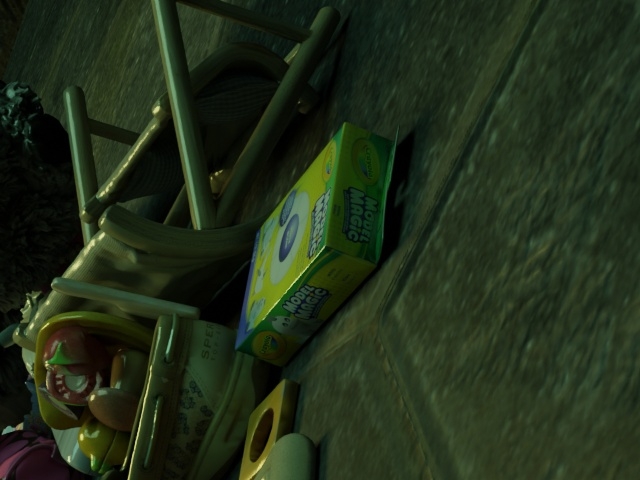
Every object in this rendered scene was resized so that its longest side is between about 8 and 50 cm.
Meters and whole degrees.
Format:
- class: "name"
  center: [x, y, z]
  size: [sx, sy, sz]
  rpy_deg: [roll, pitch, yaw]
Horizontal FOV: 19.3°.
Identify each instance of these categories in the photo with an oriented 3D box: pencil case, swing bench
- class: "pencil case"
  center: [-0.285, 0.230, 1.838]
  size: [0.098, 0.095, 0.209]
  rpy_deg: [-51, 14, -13]
- class: "swing bench"
  center: [-0.118, -0.047, 1.501]
  size: [0.253, 0.165, 0.255]
  rpy_deg: [137, 144, -57]

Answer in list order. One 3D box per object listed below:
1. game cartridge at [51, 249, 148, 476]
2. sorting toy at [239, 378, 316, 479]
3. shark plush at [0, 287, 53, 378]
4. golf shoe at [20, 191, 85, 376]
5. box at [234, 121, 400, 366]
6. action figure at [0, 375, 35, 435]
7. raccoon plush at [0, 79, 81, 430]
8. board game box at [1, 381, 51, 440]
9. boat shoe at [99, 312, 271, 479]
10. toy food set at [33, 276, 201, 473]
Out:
- class: "game cartridge"
  center: [-0.204, 0.095, 1.799]
  size: [0.297, 0.062, 0.198]
  rpy_deg: [-148, 75, -74]
- class: "sorting toy"
  center: [-0.067, 0.235, 1.170]
  size: [0.196, 0.047, 0.348]
  rpy_deg: [-56, 20, 39]
- class: "shark plush"
  center: [-0.240, 0.073, 1.813]
  size: [0.067, 0.073, 0.161]
  rpy_deg: [-17, 29, 46]
- class: "golf shoe"
  center: [-0.286, 0.013, 2.017]
  size: [0.140, 0.115, 0.306]
  rpy_deg: [-53, -7, -41]
- class: "box"
  center: [0.000, 0.000, 1.257]
  size: [0.179, 0.043, 0.105]
  rpy_deg: [-47, 27, 50]
- class: "action figure"
  center: [-0.414, 0.194, 2.293]
  size: [0.341, 0.178, 0.330]
  rpy_deg: [-19, 51, 31]
- class: "raccoon plush"
  center: [-0.387, 0.035, 1.787]
  size: [0.216, 0.299, 0.446]
  rpy_deg: [9, 114, 38]
- class: "board game box"
  center: [-0.350, 0.283, 2.069]
  size: [0.211, 0.039, 0.160]
  rpy_deg: [-63, 16, 18]
- class: "boat shoe"
  center: [-0.129, 0.171, 1.377]
  size: [0.104, 0.089, 0.285]
  rpy_deg: [-101, 35, -61]
- class: "toy food set"
  center: [-0.168, 0.120, 1.451]
  size: [0.218, 0.128, 0.071]
  rpy_deg: [106, -179, -56]
